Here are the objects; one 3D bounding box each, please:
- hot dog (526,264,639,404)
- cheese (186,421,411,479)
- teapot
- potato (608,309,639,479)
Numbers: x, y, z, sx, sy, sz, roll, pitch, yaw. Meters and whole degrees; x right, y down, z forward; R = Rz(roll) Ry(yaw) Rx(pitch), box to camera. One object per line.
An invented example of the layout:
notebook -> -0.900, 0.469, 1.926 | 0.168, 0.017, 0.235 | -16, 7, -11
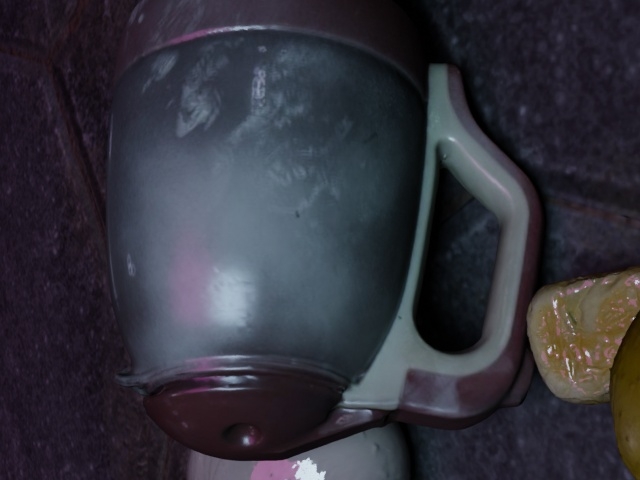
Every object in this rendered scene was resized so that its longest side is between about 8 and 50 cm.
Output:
hot dog -> 0.237, 0.044, 0.631 | 0.242, 0.073, 0.084 | -19, 81, 44
cheese -> -0.020, 0.187, 0.861 | 0.198, 0.154, 0.189 | 42, 115, 39
teapot -> 0.000, 0.000, 0.761 | 0.233, 0.315, 0.312 | 82, -170, -68
potato -> 0.286, -0.003, 0.429 | 0.369, 0.176, 0.195 | -31, 33, 14
